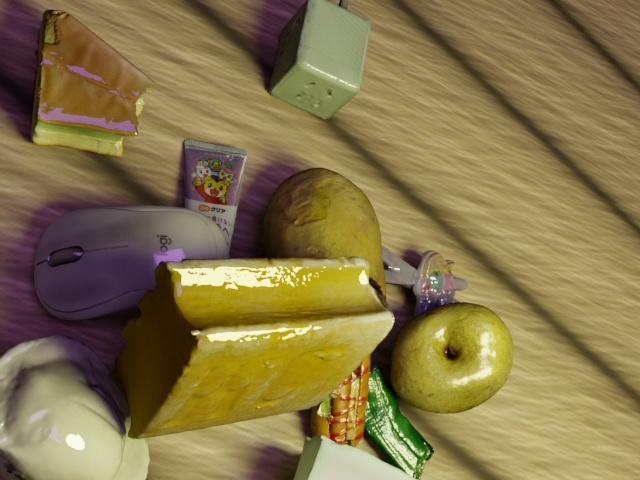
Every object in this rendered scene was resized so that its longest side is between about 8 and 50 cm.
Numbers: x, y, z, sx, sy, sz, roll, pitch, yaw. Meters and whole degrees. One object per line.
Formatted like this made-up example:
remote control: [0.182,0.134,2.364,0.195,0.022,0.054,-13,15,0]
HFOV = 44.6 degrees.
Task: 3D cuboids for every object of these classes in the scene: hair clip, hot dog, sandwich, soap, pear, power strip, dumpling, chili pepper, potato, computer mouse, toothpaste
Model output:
hair clip: [0.174,0.080,1.474,0.279,0.090,0.137,17,74,-22]
hot dog: [0.034,0.239,1.303,0.104,0.076,0.250,3,102,-16]
sandwich: [-0.373,-0.261,1.286,0.186,0.108,0.220,6,69,-26]
soap: [-0.107,0.151,1.132,0.335,0.293,0.156,-1,51,-38]
pear: [0.231,0.212,1.395,0.229,0.211,0.188,-25,69,-2]
power strip: [0.003,-0.374,1.504,0.139,0.140,0.224,19,65,-21]
dumpling: [-0.363,0.255,1.114,0.175,0.243,0.226,-2,49,10]
chili pepper: [0.123,0.329,1.382,0.098,0.061,0.224,-31,91,-37]
potato: [0.000,0.000,1.353,0.229,0.229,0.266,14,53,-23]
computer mouse: [-0.286,0.032,1.186,0.297,0.121,0.184,3,71,-9]
toothpaste: [-0.190,-0.040,1.338,0.114,0.073,0.299,7,65,-12]
soap: [0.103,0.440,1.247,0.347,0.208,0.115,33,61,-15]

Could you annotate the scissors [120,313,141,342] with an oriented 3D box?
scissors: [-0.298,0.130,1.255,0.036,0.006,0.083,37,60,-15]
